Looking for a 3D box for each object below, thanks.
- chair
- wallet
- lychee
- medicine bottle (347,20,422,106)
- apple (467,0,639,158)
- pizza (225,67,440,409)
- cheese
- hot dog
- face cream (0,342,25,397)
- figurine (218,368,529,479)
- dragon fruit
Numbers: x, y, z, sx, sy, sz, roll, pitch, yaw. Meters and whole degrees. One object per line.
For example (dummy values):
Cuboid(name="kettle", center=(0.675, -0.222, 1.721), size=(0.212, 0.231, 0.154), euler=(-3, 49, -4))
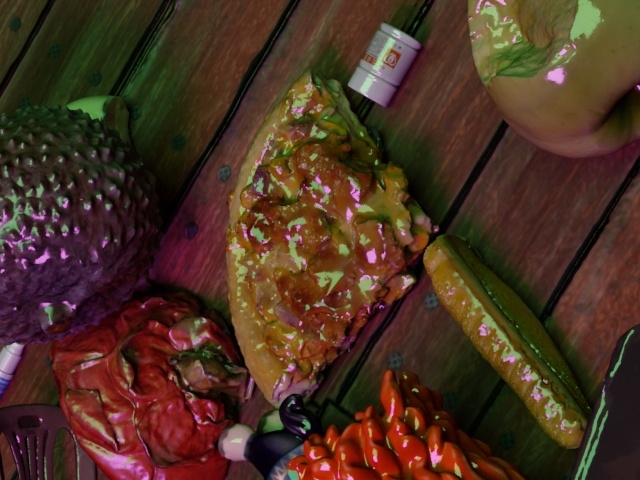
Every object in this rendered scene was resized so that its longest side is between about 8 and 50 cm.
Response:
Cuboid(name="chair", center=(-0.293, 0.360, 1.894), size=(0.183, 0.175, 0.327), euler=(-6, 85, 35))
Cuboid(name="wallet", center=(0.346, 0.248, 1.634), size=(0.165, 0.042, 0.310), euler=(19, 92, 6))
Cuboid(name="lychee", center=(-0.338, -0.018, 1.852), size=(0.300, 0.300, 0.300), euler=(-5, 80, 26))
Cuboid(name="medicine bottle", center=(0.077, -0.210, 1.861), size=(0.057, 0.057, 0.089), euler=(33, 98, 27))
Cuboid(name="apple", center=(0.290, -0.228, 1.650), size=(0.279, 0.279, 0.279), euler=(-5, 80, 26))
Cuboid(name="pizza", center=(0.000, 0.000, 1.843), size=(0.277, 0.114, 0.409), euler=(9, 88, 33))
Cuboid(name="cheese", center=(-0.333, -0.099, 2.045), size=(0.248, 0.071, 0.163), euler=(-12, 76, 25))
Cuboid(name="hot dog", center=(0.208, 0.113, 1.733), size=(0.068, 0.083, 0.289), euler=(-50, 62, 33))
Cuboid(name="face cream", center=(-0.430, 0.186, 2.069), size=(0.034, 0.034, 0.130), euler=(34, 97, 27))
Cuboid(name="figurine", center=(0.048, 0.308, 1.689), size=(0.411, 0.241, 0.306), euler=(-19, 72, 44))
Cuboid(name="dragon fruit", center=(-0.209, 0.166, 1.894), size=(0.205, 0.152, 0.317), euler=(-43, 65, 14))
